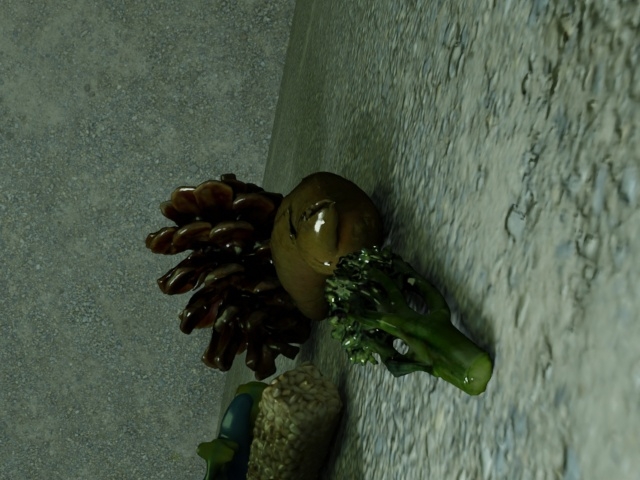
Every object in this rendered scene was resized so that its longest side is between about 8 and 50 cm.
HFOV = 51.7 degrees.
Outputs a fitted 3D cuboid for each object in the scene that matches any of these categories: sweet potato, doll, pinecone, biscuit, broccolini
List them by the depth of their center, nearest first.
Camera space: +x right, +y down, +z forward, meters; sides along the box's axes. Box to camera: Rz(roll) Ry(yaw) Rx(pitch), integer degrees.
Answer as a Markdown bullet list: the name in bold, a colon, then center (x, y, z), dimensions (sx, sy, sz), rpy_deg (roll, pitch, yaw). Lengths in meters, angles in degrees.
- **broccolini**: center (0.045, 0.046, 0.427), dimensions (0.091, 0.068, 0.202), rpy_deg (-62, 9, -4)
- **sweet potato**: center (0.000, -0.004, 0.663), dimensions (0.310, 0.098, 0.124), rpy_deg (118, 153, -72)
- **biscuit**: center (-0.027, 0.205, 0.664), dimensions (0.070, 0.082, 0.168), rpy_deg (38, 127, 37)
- **doll**: center (-0.089, 0.342, 0.754), dimensions (0.346, 0.099, 0.341), rpy_deg (-40, -44, -78)
- **pinecone**: center (-0.119, 0.047, 0.920), dimensions (0.244, 0.244, 0.309), rpy_deg (112, 151, -52)

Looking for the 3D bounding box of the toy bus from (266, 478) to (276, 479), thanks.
- **toy bus**: center (-0.021, 0.222, 0.524), dimensions (0.052, 0.102, 0.058), rpy_deg (128, 147, -71)
